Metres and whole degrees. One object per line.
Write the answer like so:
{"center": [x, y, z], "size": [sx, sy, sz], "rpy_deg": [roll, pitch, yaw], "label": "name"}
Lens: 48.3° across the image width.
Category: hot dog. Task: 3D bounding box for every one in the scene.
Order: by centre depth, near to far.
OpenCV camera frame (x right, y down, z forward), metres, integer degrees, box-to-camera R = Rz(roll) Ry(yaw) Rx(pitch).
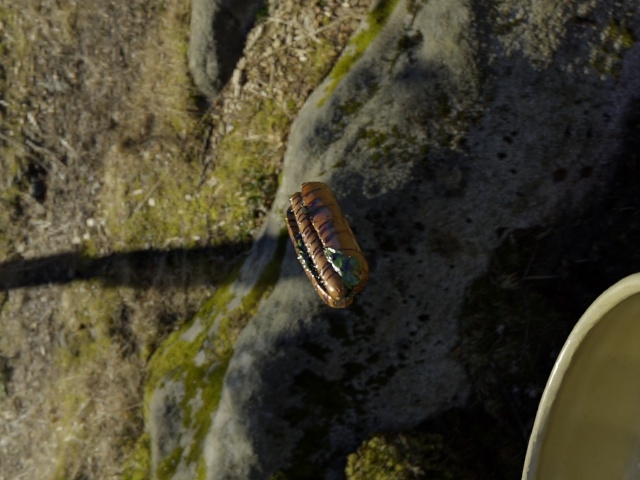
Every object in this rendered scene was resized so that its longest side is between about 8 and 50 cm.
{"center": [0.000, 0.000, 0.493], "size": [0.049, 0.037, 0.122], "rpy_deg": [-60, 31, 25], "label": "hot dog"}

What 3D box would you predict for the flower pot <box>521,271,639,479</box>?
{"center": [0.289, 0.179, 0.456], "size": [0.244, 0.307, 0.308], "rpy_deg": [15, 107, 0], "label": "flower pot"}
